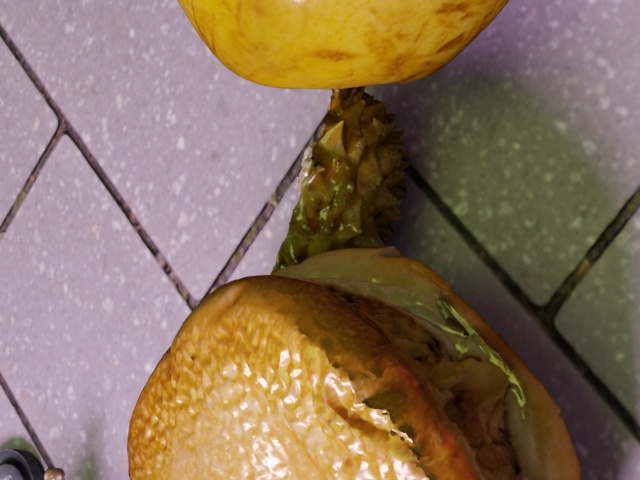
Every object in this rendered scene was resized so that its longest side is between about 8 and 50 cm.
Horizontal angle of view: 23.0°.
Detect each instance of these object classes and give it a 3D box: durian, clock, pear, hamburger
[{"bbox_3d":[0.011,0.001,1.111,0.140,0.078,0.224,-80,6,-65],"label":"durian"},{"bbox_3d":[-0.273,0.227,1.396,0.085,0.017,0.085,-6,81,43],"label":"clock"},{"bbox_3d":[0.019,-0.231,1.014,0.280,0.280,0.281,-6,82,43],"label":"pear"},{"bbox_3d":[0.017,0.160,1.004,0.290,0.170,0.314,53,133,17],"label":"hamburger"}]

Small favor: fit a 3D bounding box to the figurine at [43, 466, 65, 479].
[{"bbox_3d":[-0.253,0.375,1.241,0.166,0.207,0.387,6,90,9],"label":"figurine"}]
